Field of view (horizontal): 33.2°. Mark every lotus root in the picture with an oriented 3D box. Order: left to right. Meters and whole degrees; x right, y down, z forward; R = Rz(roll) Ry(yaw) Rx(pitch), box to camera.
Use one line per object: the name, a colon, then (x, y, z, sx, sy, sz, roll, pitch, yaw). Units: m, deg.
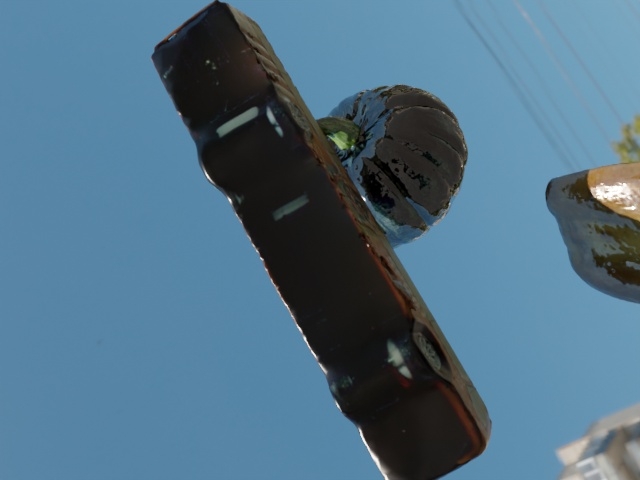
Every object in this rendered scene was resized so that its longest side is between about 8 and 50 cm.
lotus root: (0.251, 0.002, 0.829, 0.159, 0.135, 0.095, 31, -111, -38)

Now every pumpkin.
pumpkin: (0.064, -0.077, 1.126, 0.150, 0.194, 0.194, 76, -166, -48)

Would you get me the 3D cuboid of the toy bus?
toy bus: (0.000, 0.000, 0.850, 0.409, 0.093, 0.092, 61, -163, 10)
